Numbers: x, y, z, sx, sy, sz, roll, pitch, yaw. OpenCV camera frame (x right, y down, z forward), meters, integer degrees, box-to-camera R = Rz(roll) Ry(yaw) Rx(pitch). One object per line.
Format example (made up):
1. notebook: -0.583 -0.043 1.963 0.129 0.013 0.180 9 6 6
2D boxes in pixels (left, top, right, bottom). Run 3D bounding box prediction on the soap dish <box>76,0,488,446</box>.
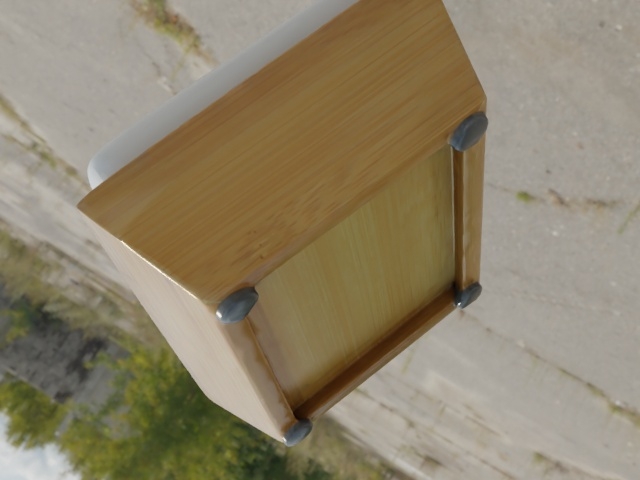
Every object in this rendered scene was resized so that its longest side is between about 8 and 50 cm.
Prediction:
1. soap dish: 0.000 0.000 0.603 0.118 0.229 0.291 48 167 26
